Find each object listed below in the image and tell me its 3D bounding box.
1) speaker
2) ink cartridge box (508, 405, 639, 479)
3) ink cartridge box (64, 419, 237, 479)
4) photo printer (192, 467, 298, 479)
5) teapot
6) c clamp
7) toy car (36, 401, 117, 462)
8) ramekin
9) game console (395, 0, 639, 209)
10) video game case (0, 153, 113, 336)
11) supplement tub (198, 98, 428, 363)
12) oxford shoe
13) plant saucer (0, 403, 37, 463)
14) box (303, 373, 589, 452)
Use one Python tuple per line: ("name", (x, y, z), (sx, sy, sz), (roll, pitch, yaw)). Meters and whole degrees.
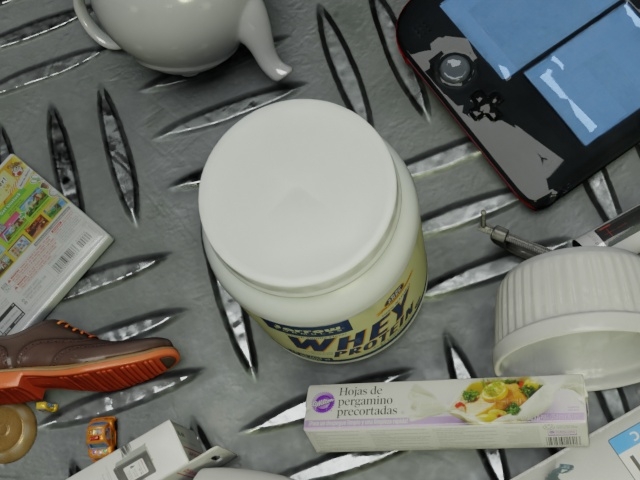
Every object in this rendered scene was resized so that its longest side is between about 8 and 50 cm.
("speaker", (0.382, -0.009, 1.131), (0.136, 0.055, 0.055), (-28, 70, 0))
("ink cartridge box", (0.329, 0.348, 0.993), (0.296, 0.066, 0.261), (-30, 59, -1))
("ink cartridge box", (-0.200, 0.274, 1.104), (0.180, 0.104, 0.060), (-30, 69, -2))
("photo printer", (-0.073, 0.421, 1.032), (0.256, 0.107, 0.307), (15, 74, 13))
("teapot", (-0.198, -0.315, 1.264), (0.252, 0.187, 0.256), (-15, 42, -16))
("c clamp", (0.260, 0.015, 1.100), (0.160, 0.137, 0.022), (23, 83, 10))
("toy car", (-0.315, 0.243, 1.165), (0.122, 0.040, 0.060), (10, 74, 12))
("ramekin", (0.295, 0.090, 1.038), (0.207, 0.207, 0.109), (-4, 62, 8))
("game console", (0.332, -0.272, 1.224), (0.386, 0.060, 0.342), (-35, 70, -3))
("video game case", (-0.432, 0.022, 1.266), (0.206, 0.026, 0.227), (38, 82, 18))
("supplement tub", (0.000, 0.000, 1.044), (0.235, 0.325, 0.235), (-3, 72, 8))
("oxford shoe", (-0.316, 0.140, 1.168), (0.271, 0.097, 0.098), (-7, 64, -1))
("plant saucer", (-0.411, 0.247, 1.193), (0.083, 0.015, 0.083), (-3, 71, 8))
("box", (0.144, 0.202, 1.063), (0.324, 0.067, 0.063), (-6, 49, 16))
